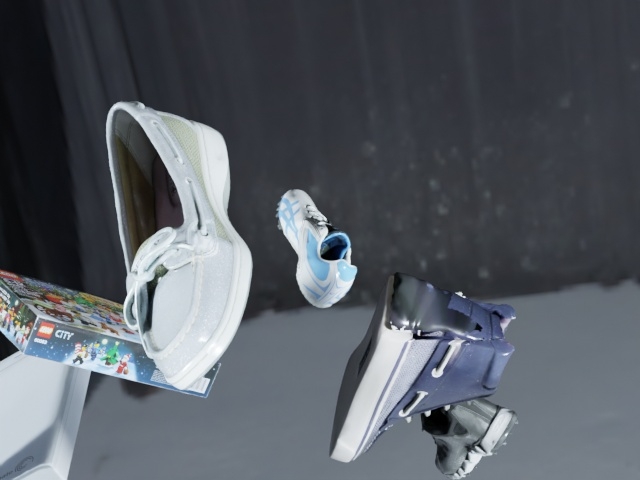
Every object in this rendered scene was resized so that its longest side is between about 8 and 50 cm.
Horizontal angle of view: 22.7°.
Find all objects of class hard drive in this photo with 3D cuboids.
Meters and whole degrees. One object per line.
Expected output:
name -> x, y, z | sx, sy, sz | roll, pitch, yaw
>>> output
hard drive -> -0.420, 0.257, 2.138 | 0.233, 0.047, 0.353 | -29, 25, 15

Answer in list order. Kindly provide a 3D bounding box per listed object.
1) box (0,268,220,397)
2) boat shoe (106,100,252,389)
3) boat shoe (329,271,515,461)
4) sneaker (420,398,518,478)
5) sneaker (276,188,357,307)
box -> -0.244, 0.098, 1.718 | 0.233, 0.044, 0.159 | 18, 9, -38
boat shoe -> -0.135, -0.003, 1.389 | 0.118, 0.103, 0.320 | -46, 33, 31
boat shoe -> 0.115, 0.172, 1.857 | 0.158, 0.340, 0.127 | 14, 56, -6
sneaker -> 0.172, 0.239, 2.034 | 0.106, 0.234, 0.078 | 32, 68, 2
sneaker -> 0.000, 0.000, 2.158 | 0.086, 0.085, 0.237 | -40, 34, 14
